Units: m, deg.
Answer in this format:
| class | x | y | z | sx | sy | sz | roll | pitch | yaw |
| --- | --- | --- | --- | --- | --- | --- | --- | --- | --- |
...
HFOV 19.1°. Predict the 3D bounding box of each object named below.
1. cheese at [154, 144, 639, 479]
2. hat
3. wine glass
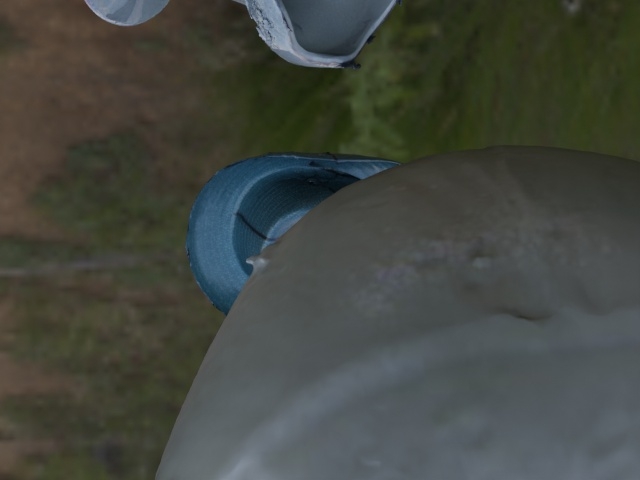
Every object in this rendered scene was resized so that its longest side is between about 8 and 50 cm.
| class | x | y | z | sx | sy | sz | roll | pitch | yaw |
| --- | --- | --- | --- | --- | --- | --- | --- | --- | --- |
| cheese | 0.058 | 0.055 | 0.502 | 0.198 | 0.154 | 0.189 | 0 | -164 | 8 |
| hat | 0.000 | 0.000 | 1.404 | 0.191 | 0.138 | 0.078 | -7 | -161 | -19 |
| wine glass | -0.061 | -0.203 | 1.294 | 0.196 | 0.165 | 0.165 | 8 | 165 | 32 |
